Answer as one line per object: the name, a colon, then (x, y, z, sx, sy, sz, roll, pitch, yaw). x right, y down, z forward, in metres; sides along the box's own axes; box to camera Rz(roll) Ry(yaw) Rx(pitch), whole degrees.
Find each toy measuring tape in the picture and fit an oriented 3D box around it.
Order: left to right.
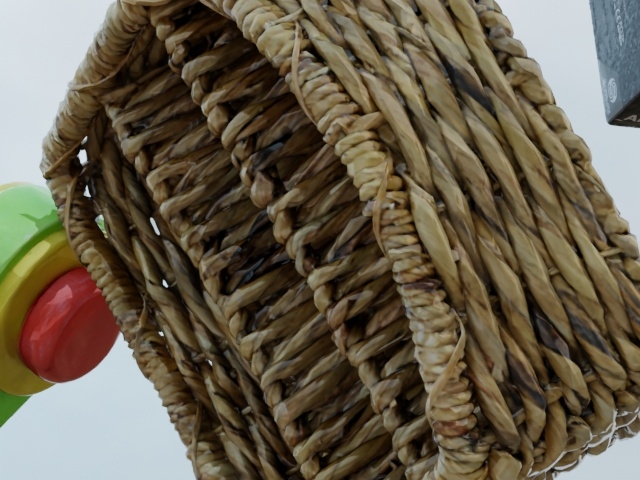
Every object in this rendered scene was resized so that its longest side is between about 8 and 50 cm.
toy measuring tape: (-0.130, -0.015, 0.874, 0.121, 0.330, 0.121, 34, -26, 19)

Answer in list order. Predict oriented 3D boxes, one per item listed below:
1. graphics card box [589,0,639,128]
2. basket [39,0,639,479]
graphics card box: (0.398, -0.293, 1.519, 0.094, 0.233, 0.371, 4, -24, -19)
basket: (0.000, 0.000, 0.698, 0.223, 0.299, 0.213, -28, -16, -5)
